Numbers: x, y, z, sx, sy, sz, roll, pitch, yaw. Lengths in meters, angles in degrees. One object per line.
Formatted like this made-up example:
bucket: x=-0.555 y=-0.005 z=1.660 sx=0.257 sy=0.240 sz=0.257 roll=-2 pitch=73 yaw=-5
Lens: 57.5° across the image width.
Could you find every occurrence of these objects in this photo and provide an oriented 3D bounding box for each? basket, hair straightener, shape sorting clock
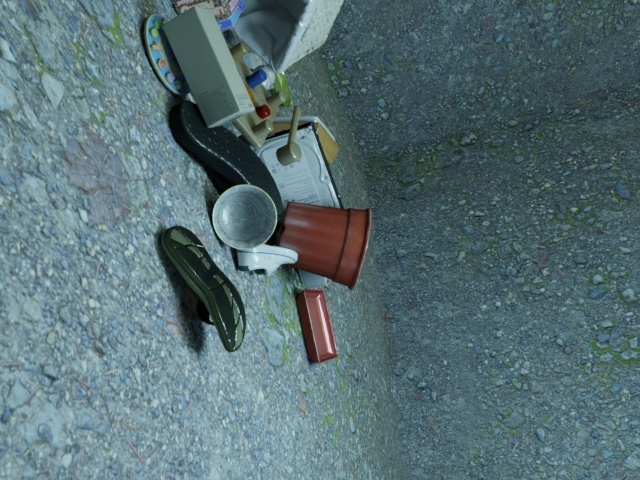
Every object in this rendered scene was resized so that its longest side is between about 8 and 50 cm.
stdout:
basket: x=-0.117 y=-0.790 z=1.882 sx=0.331 sy=0.328 sz=0.266 roll=46 pitch=54 yaw=6
hair straightener: x=-0.155 y=0.010 z=1.837 sx=0.230 sy=0.047 sz=0.089 roll=-86 pitch=157 yaw=-52
shape sorting clock: x=-0.378 y=-0.469 z=1.476 sx=0.206 sy=0.041 sz=0.206 roll=-15 pitch=90 yaw=-76

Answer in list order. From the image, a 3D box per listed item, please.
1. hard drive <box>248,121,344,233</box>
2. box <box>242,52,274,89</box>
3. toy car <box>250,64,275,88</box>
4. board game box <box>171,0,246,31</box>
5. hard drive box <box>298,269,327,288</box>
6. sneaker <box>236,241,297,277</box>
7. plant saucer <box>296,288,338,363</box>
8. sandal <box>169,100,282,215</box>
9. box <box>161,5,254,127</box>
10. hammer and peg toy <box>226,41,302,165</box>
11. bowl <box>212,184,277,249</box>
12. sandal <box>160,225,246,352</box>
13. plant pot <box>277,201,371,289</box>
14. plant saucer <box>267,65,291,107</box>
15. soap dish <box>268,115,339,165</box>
hard drive: x=-0.081 y=-0.203 z=1.960 sx=0.064 sy=0.237 sz=0.338 roll=-77 pitch=150 yaw=-61
box: x=-0.236 y=-0.640 z=2.222 sx=0.186 sy=0.038 sz=0.145 roll=-59 pitch=132 yaw=-70
toy car: x=-0.241 y=-0.505 z=1.892 sx=0.136 sy=0.159 sz=0.182 roll=35 pitch=26 yaw=-11
board game box: x=-0.351 y=-0.761 z=1.675 sx=0.232 sy=0.141 sz=0.290 roll=-85 pitch=156 yaw=-54
hard drive box: x=-0.038 y=0.029 z=2.142 sx=0.181 sy=0.089 sz=0.232 roll=-82 pitch=160 yaw=-59
sneaker: x=-0.158 y=0.059 z=1.677 sx=0.258 sy=0.094 sz=0.091 roll=11 pitch=86 yaw=-57
plant saucer: x=-0.015 y=0.305 z=2.083 sx=0.258 sy=0.048 sz=0.258 roll=20 pitch=56 yaw=-73
sandal: x=-0.259 y=-0.208 z=1.591 sx=0.446 sy=0.107 sz=0.167 roll=43 pitch=34 yaw=-43
box: x=-0.279 y=-0.432 z=1.468 sx=0.274 sy=0.113 sz=0.094 roll=68 pitch=23 yaw=-7
hammer and peg toy: x=-0.198 y=-0.388 z=1.722 sx=0.361 sy=0.128 sz=0.265 roll=49 pitch=32 yaw=-28
bowl: x=-0.207 y=-0.063 z=1.553 sx=0.080 sy=0.170 sz=0.170 roll=-167 pitch=-122 yaw=-73
sandal: x=-0.259 y=0.108 z=1.275 sx=0.302 sy=0.086 sz=0.120 roll=59 pitch=21 yaw=-5
plant pot: x=0.000 y=0.000 z=1.881 sx=0.272 sy=0.265 sz=0.272 roll=-168 pitch=-90 yaw=-86
plant saucer: x=-0.186 y=-0.671 z=2.452 sx=0.241 sy=0.037 sz=0.240 roll=-14 pitch=90 yaw=-76
soap dish: x=-0.073 y=-0.373 z=2.228 sx=0.291 sy=0.229 sz=0.118 roll=32 pitch=62 yaw=-71
